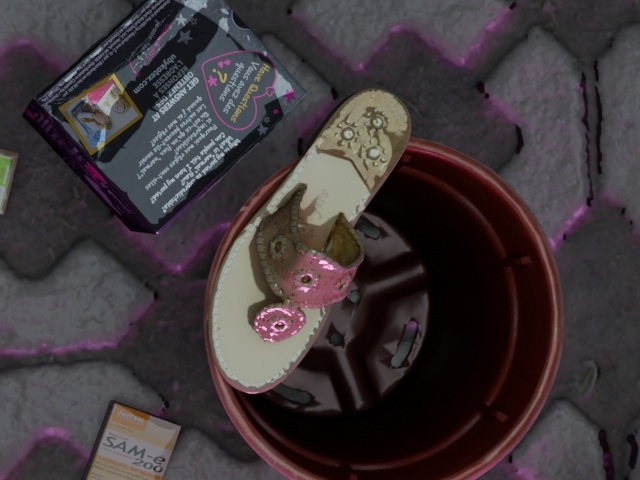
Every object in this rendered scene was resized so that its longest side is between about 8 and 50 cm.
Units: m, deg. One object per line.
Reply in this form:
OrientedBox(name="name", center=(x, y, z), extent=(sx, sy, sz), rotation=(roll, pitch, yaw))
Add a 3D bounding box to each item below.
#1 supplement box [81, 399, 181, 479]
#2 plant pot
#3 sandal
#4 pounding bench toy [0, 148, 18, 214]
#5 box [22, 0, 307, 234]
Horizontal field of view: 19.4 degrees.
OrientedBox(name="supplement box", center=(-0.164, 0.191, 1.582), extent=(0.062, 0.036, 0.098), rotation=(20, 86, -10))
OrientedBox(name="plant pot", center=(0.027, 0.059, 1.501), extent=(0.272, 0.265, 0.272), rotation=(0, 89, -10))
OrientedBox(name="sandal", center=(-0.006, -0.003, 1.320), extent=(0.088, 0.079, 0.240), rotation=(30, 85, -9))
OrientedBox(name="pounding bench toy", center=(-0.285, -0.037, 1.545), extent=(0.052, 0.065, 0.083), rotation=(14, 88, -11))
OrientedBox(name="box", center=(-0.126, -0.106, 1.482), extent=(0.163, 0.247, 0.142), rotation=(-43, 99, -7))
